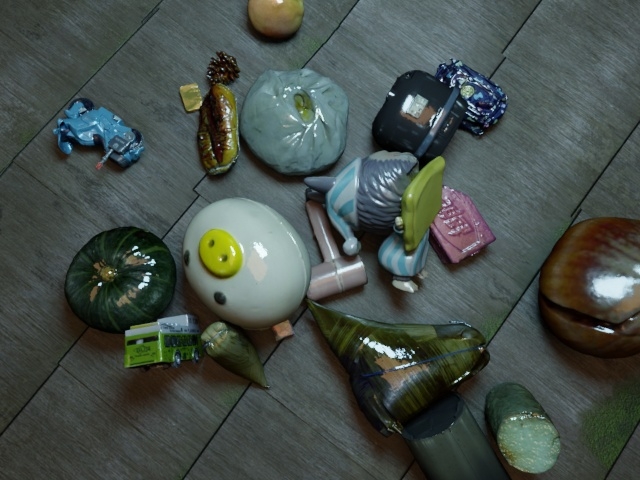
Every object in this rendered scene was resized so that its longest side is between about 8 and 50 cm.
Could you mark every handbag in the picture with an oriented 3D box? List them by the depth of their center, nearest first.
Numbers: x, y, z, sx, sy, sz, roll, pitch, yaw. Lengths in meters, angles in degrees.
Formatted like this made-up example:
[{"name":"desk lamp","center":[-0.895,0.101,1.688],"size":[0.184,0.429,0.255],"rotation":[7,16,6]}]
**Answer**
[{"name":"handbag","center":[0.463,-0.461,1.330],"size":[0.260,0.113,0.162],"rotation":[38,77,10]},{"name":"handbag","center":[-0.410,-0.454,1.340],"size":[0.061,0.027,0.083],"rotation":[-19,89,-8]}]

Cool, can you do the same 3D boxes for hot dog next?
[{"name":"hot dog","center":[-0.316,-0.335,1.275],"size":[0.162,0.082,0.270],"rotation":[-4,89,40]}]

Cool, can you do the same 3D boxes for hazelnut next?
[{"name":"hazelnut","center":[0.806,0.123,1.171],"size":[0.359,0.359,0.409],"rotation":[34,74,2]}]

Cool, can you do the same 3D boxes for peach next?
[{"name":"peach","center":[-0.143,-0.729,1.312],"size":[0.184,0.184,0.184],"rotation":[0,83,-2]}]

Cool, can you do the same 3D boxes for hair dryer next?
[{"name":"hair dryer","center":[0.000,0.000,1.276],"size":[0.189,0.107,0.344],"rotation":[-18,75,-2]}]

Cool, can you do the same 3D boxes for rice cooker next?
[{"name":"rice cooker","center":[0.284,-0.361,1.241],"size":[0.224,0.267,0.267],"rotation":[30,83,-2]}]

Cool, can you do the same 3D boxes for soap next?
[{"name":"soap","center":[0.392,-0.061,1.288],"size":[0.162,0.099,0.250],"rotation":[-33,85,2]}]

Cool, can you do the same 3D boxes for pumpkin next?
[{"name":"pumpkin","center":[-0.549,0.110,1.179],"size":[0.300,0.207,0.300],"rotation":[-2,73,8]}]

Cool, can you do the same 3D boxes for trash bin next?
[{"name":"trash bin","center":[0.373,0.594,1.135],"size":[0.203,0.252,0.301],"rotation":[-31,90,-7]}]

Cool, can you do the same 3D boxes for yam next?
[{"name":"yam","center":[0.542,0.500,1.150],"size":[0.161,0.268,0.161],"rotation":[0,90,12]}]

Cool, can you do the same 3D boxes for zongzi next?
[{"name":"zongzi","center":[-0.224,0.330,1.151],"size":[0.115,0.228,0.256],"rotation":[-38,88,-13]},{"name":"zongzi","center":[0.217,0.260,1.188],"size":[0.403,0.208,0.432],"rotation":[-31,83,-4]}]

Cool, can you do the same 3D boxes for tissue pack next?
[{"name":"tissue pack","center":[-0.120,0.252,1.259],"size":[0.063,0.035,0.083],"rotation":[-21,86,-5]}]

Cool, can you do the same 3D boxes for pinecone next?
[{"name":"pinecone","center":[-0.308,-0.536,1.325],"size":[0.102,0.102,0.109],"rotation":[41,111,3]}]

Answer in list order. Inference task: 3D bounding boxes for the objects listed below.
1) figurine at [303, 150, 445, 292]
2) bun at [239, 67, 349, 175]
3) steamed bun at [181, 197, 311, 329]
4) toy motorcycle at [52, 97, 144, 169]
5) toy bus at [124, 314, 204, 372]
[{"name":"figurine","center":[0.138,-0.083,1.211],"size":[0.377,0.266,0.361],"rotation":[15,116,30]},{"name":"bun","center":[-0.080,-0.367,1.257],"size":[0.354,0.194,0.354],"rotation":[1,81,-3]},{"name":"steamed bun","center":[-0.199,0.061,1.134],"size":[0.334,0.334,0.374],"rotation":[-42,69,-6]},{"name":"toy motorcycle","center":[-0.678,-0.313,1.267],"size":[0.272,0.123,0.182],"rotation":[32,73,2]},{"name":"toy bus","center":[-0.405,0.271,1.115],"size":[0.113,0.302,0.139],"rotation":[-10,77,0]}]
